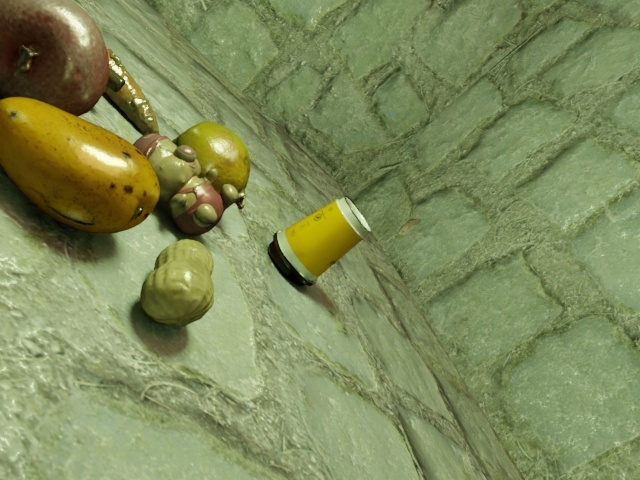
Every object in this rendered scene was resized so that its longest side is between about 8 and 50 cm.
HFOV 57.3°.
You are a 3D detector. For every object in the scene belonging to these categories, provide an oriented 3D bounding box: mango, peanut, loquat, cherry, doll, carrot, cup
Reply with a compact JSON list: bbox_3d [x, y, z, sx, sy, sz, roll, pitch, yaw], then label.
[{"bbox_3d":[-0.401,-0.117,0.957,0.290,0.160,0.191,38,25,-29],"label":"mango"},{"bbox_3d":[-0.242,0.073,1.035,0.123,0.123,0.256,46,8,-15],"label":"peanut"},{"bbox_3d":[-0.271,-0.181,1.507,0.246,0.213,0.213,50,12,1],"label":"loquat"},{"bbox_3d":[-0.522,-0.349,1.087,0.261,0.221,0.307,41,-7,-25],"label":"cherry"},{"bbox_3d":[-0.318,-0.133,1.303,0.256,0.152,0.196,44,-1,-5],"label":"doll"},{"bbox_3d":[-0.510,-0.375,1.549,0.263,0.102,0.102,53,11,-10],"label":"carrot"},{"bbox_3d":[0.000,0.000,1.727,0.196,0.280,0.196,52,12,-15],"label":"cup"}]

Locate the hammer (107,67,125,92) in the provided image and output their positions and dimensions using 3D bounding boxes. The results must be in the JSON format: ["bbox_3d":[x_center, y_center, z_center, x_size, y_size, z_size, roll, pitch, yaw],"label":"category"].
[{"bbox_3d":[-0.642,-0.485,1.327,0.440,0.044,0.168,36,15,-13],"label":"hammer"}]
